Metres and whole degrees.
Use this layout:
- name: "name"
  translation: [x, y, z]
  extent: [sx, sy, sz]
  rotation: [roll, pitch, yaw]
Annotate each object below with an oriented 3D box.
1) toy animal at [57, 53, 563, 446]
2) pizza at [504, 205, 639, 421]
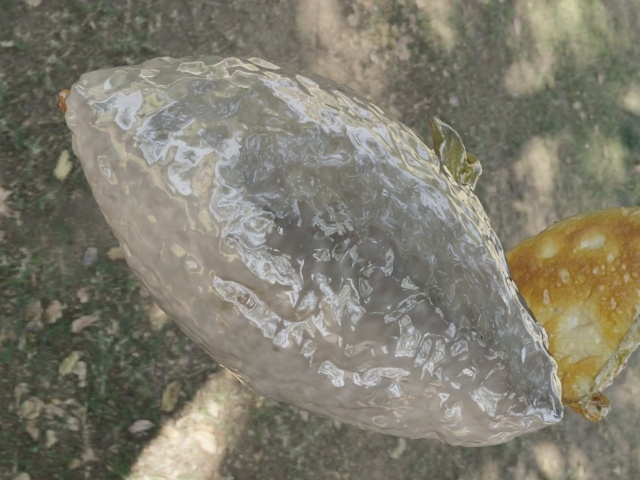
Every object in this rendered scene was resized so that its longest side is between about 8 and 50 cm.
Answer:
- name: "toy animal"
  translation: [-0.005, -0.004, 0.579]
  extent: [0.358, 0.188, 0.226]
  rotation: [37, 26, -16]
- name: "pizza"
  translation: [0.259, 0.084, 0.906]
  extent: [0.086, 0.335, 0.226]
  rotation: [27, 48, -35]
